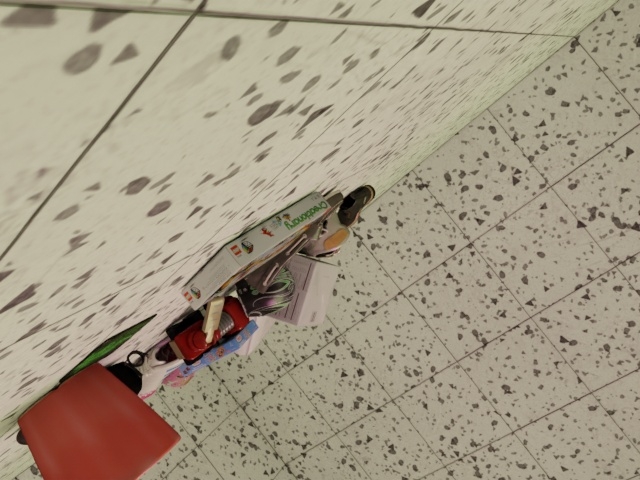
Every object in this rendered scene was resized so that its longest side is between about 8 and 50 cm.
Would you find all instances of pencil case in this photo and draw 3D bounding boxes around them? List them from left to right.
[{"bbox_3d":[-0.519,0.460,2.568,0.167,0.160,0.386,-47,-177,-42],"label":"pencil case"}]

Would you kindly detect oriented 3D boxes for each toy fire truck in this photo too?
[{"bbox_3d":[-0.287,0.220,1.782,0.217,0.158,0.246,-35,-169,-40],"label":"toy fire truck"}]

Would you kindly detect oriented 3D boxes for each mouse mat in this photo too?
[{"bbox_3d":[-0.420,0.213,1.292,0.153,0.007,0.190,-39,176,19],"label":"mouse mat"}]

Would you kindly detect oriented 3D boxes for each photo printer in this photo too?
[{"bbox_3d":[-0.202,0.213,2.171,0.256,0.107,0.307,-53,168,-40],"label":"photo printer"}]

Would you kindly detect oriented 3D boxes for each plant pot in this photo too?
[{"bbox_3d":[-0.473,0.408,1.349,0.275,0.243,0.275,-38,177,-3],"label":"plant pot"}]

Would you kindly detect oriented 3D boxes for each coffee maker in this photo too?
[{"bbox_3d":[-0.507,0.352,1.560,0.178,0.120,0.171,117,-13,-86],"label":"coffee maker"}]

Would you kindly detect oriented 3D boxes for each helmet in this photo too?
[{"bbox_3d":[-0.152,0.131,1.814,0.162,0.169,0.169,-21,175,-6],"label":"helmet"}]

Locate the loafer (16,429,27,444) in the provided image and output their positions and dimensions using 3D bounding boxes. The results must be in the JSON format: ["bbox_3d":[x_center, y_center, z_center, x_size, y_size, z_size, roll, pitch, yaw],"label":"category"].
[{"bbox_3d":[-0.627,0.438,1.601,0.095,0.108,0.302,-12,177,10],"label":"loafer"}]

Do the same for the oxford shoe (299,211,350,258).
[{"bbox_3d":[0.000,0.000,1.997,0.169,0.130,0.449,-39,179,-9],"label":"oxford shoe"}]

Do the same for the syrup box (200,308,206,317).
[{"bbox_3d":[-0.367,0.278,2.148,0.093,0.096,0.237,-36,176,-13],"label":"syrup box"}]

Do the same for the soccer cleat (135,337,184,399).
[{"bbox_3d":[-0.528,0.393,2.042,0.331,0.116,0.143,-41,161,9],"label":"soccer cleat"}]

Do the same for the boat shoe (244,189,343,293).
[{"bbox_3d":[-0.057,0.005,1.628,0.335,0.095,0.112,-39,177,13],"label":"boat shoe"}]

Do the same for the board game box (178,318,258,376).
[{"bbox_3d":[-0.303,0.321,1.937,0.212,0.039,0.160,-30,-175,20],"label":"board game box"}]

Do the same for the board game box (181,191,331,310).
[{"bbox_3d":[-0.127,0.016,1.324,0.193,0.053,0.305,-40,177,43],"label":"board game box"}]

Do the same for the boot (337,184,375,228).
[{"bbox_3d":[0.080,-0.098,2.114,0.137,0.077,0.197,-27,156,-55],"label":"boot"}]

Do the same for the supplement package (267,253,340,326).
[{"bbox_3d":[-0.065,0.150,2.021,0.262,0.145,0.203,18,89,-72],"label":"supplement package"}]
